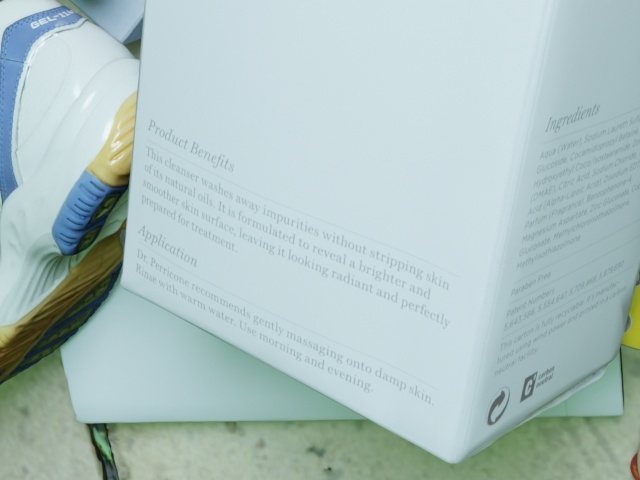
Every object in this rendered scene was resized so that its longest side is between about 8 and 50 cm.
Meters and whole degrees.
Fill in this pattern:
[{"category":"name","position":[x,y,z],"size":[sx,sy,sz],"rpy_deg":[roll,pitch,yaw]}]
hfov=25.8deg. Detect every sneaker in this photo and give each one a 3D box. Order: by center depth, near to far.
[{"category":"sneaker","position":[-0.181,-0.018,0.805],"size":[0.131,0.112,0.296],"rpy_deg":[46,127,8]}]

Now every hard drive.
[{"category":"hard drive","position":[0.000,0.000,0.856],"size":[0.353,0.047,0.233],"rpy_deg":[-3,109,14]}]

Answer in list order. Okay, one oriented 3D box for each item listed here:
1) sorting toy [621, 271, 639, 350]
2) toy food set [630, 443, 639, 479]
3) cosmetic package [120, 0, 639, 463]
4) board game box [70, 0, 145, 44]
[{"category":"sorting toy","position":[0.263,-0.003,0.739],"size":[0.275,0.046,0.132],"rpy_deg":[-7,92,-11]},{"category":"toy food set","position":[0.235,0.136,0.860],"size":[0.083,0.020,0.083],"rpy_deg":[-37,96,21]},{"category":"cosmetic package","position":[0.048,-0.128,0.612],"size":[0.217,0.156,0.385],"rpy_deg":[26,118,31]},{"category":"board game box","position":[-0.129,-0.333,0.782],"size":[0.318,0.066,0.318],"rpy_deg":[41,111,-1]}]
